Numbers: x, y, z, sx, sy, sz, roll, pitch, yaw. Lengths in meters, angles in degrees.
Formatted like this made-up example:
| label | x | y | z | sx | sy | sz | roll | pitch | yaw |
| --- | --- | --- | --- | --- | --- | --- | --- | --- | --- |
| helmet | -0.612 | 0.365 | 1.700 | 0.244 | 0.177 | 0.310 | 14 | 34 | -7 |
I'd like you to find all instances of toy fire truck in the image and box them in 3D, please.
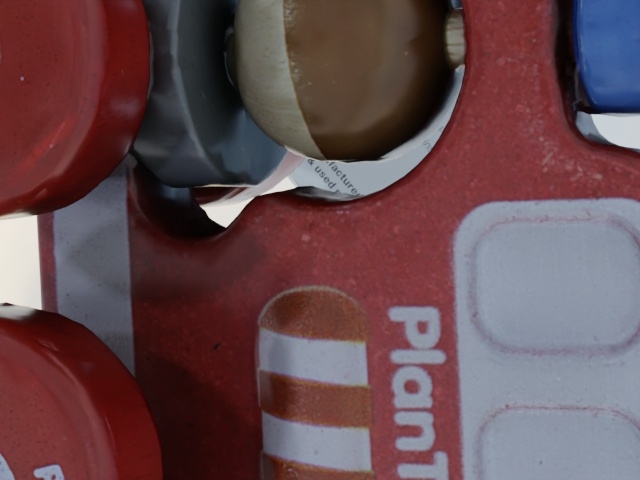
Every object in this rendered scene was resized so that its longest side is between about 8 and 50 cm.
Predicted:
| label | x | y | z | sx | sy | sz | roll | pitch | yaw |
| --- | --- | --- | --- | --- | --- | --- | --- | --- | --- |
| toy fire truck | 0.000 | 0.000 | 0.480 | 0.254 | 0.169 | 0.302 | 0 | -88 | 23 |

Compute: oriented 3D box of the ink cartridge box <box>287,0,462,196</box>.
| label | x | y | z | sx | sy | sz | roll | pitch | yaw |
| --- | --- | --- | --- | --- | --- | --- | --- | --- | --- |
| ink cartridge box | 0.115 | -0.124 | 0.920 | 0.307 | 0.129 | 0.223 | -40 | 175 | 4 |
